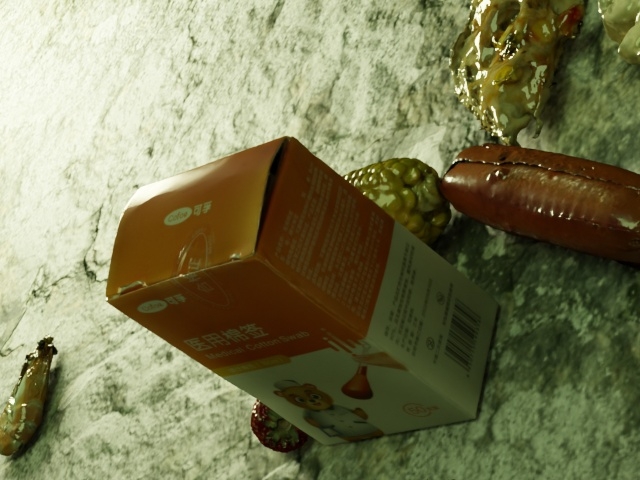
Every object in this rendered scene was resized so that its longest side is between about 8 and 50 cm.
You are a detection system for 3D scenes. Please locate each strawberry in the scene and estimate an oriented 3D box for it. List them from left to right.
[{"bbox_3d":[-0.046,0.196,1.843,0.073,0.073,0.083,-60,11,-10],"label":"strawberry"}]

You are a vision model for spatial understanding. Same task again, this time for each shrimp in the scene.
[{"bbox_3d":[-0.398,0.205,2.269,0.091,0.043,0.184,-12,52,49],"label":"shrimp"}]

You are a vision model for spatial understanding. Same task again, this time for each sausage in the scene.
[{"bbox_3d":[0.239,-0.040,1.683,0.330,0.102,0.102,19,75,55],"label":"sausage"}]

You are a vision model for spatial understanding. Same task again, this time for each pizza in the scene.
[{"bbox_3d":[0.218,-0.220,1.898,0.189,0.071,0.297,-12,51,43],"label":"pizza"}]

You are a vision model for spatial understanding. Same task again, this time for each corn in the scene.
[{"bbox_3d":[0.000,0.000,1.919,0.363,0.120,0.120,-25,43,37],"label":"corn"}]

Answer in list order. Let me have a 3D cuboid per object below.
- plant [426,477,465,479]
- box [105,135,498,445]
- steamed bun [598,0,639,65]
[{"bbox_3d":[0.069,0.282,1.621,0.174,0.087,0.085,-24,13,28],"label":"plant"},{"bbox_3d":[-0.015,0.059,1.679,0.225,0.341,0.143,-16,47,41],"label":"box"},{"bbox_3d":[0.414,-0.274,1.662,0.295,0.137,0.292,0,61,57],"label":"steamed bun"}]
